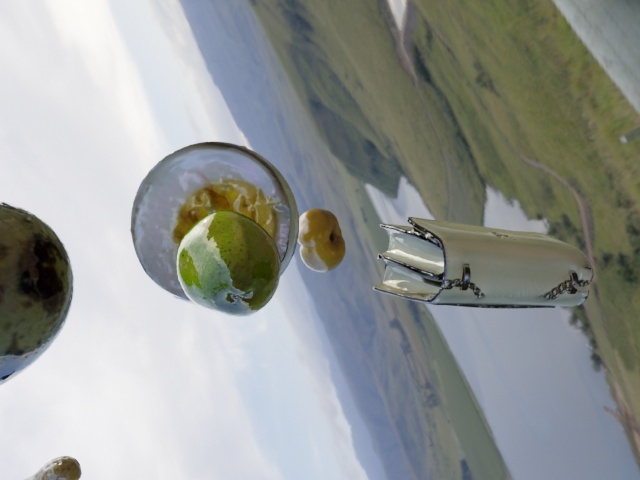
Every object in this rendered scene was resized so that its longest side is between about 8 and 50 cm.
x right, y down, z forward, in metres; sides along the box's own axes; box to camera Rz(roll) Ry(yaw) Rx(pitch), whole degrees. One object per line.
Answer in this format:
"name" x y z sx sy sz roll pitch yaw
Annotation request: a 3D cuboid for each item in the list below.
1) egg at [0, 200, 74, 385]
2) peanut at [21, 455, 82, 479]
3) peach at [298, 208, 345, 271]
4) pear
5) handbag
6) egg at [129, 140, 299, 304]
"egg" -0.674 0.121 1.152 0.345 0.428 0.345 42 -175 -4
"peanut" -0.653 0.589 1.432 0.103 0.229 0.098 51 -169 -14
"peach" 0.000 0.000 1.645 0.179 0.103 0.179 44 -141 -52
"pear" -0.153 0.045 1.038 0.188 0.187 0.219 64 167 -25
"handbag" 0.311 0.050 1.188 0.236 0.358 0.160 21 105 63
"egg" -0.221 -0.028 1.387 0.340 0.354 0.355 85 160 -87
